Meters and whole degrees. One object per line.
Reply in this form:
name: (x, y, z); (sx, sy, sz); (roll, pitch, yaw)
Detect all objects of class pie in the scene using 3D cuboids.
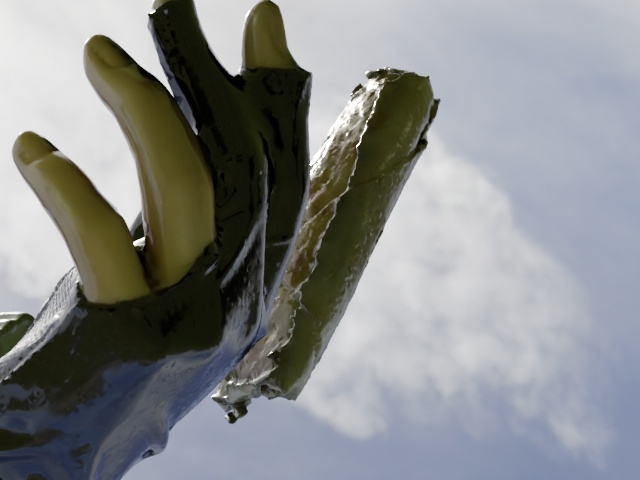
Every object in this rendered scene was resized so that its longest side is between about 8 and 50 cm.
pie: (0.000, 0.000, 0.985); (0.068, 0.128, 0.282); (31, -112, -19)

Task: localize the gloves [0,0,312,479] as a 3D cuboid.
gloves: (-0.093, 0.004, 0.780); (0.152, 0.301, 0.197); (15, -176, 4)

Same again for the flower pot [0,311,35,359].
flower pot: (-0.369, 0.192, 1.411); (0.239, 0.189, 0.209); (-35, -64, -55)
